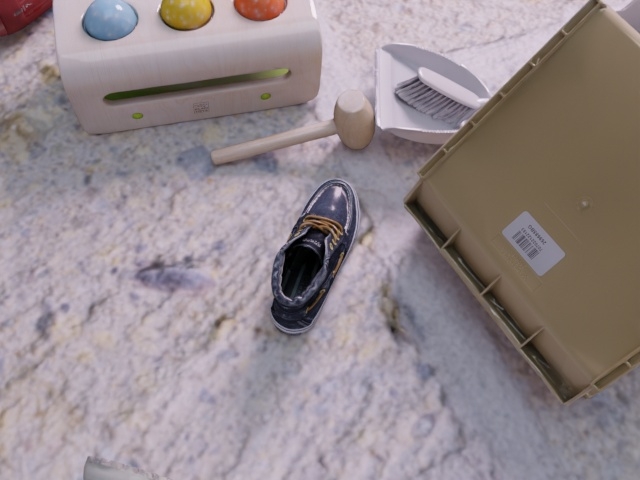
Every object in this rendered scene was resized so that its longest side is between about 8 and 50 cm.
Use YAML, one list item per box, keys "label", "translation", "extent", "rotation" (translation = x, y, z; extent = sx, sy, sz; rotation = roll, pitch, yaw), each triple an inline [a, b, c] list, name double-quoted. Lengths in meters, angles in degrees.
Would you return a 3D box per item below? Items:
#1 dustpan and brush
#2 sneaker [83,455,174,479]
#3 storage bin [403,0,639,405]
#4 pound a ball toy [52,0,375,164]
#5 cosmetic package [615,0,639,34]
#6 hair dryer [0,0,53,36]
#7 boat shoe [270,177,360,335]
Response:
- label: "dustpan and brush"
  translation: [0.168, -0.156, 0.792]
  extent: [0.211, 0.060, 0.147]
  rotation: [19, 50, -20]
- label: "sneaker"
  translation: [-0.074, 0.282, 0.540]
  extent: [0.293, 0.102, 0.146]
  rotation: [16, 67, 11]
- label: "storage bin"
  translation: [0.255, -0.030, 0.637]
  extent: [0.260, 0.123, 0.262]
  rotation: [-46, 67, 25]
- label: "pound a ball toy"
  translation: [-0.111, -0.192, 0.757]
  extent: [0.319, 0.135, 0.208]
  rotation: [-10, 63, -8]
- label: "cosmetic package"
  translation: [0.493, -0.228, 0.761]
  extent: [0.366, 0.197, 0.155]
  rotation: [-21, 84, -12]
- label: "hair dryer"
  translation: [-0.417, -0.336, 0.846]
  extent: [0.294, 0.080, 0.223]
  rotation: [-11, 63, -9]
- label: "boat shoe"
  translation: [0.000, 0.000, 0.692]
  extent: [0.065, 0.083, 0.183]
  rotation: [16, 63, 5]
